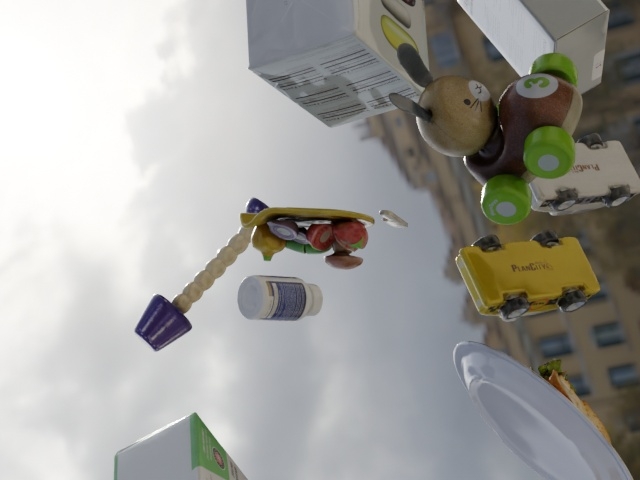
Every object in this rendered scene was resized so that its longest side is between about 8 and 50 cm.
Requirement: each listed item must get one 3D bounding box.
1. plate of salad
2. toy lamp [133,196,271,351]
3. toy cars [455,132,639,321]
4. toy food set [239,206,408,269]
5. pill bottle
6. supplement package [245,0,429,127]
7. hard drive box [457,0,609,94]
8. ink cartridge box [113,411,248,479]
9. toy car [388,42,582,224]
[{"bbox_3d":[0.193,0.151,1.339,0.048,0.200,0.200,-45,-50,-16],"label":"plate of salad"},{"bbox_3d":[-0.172,0.053,2.400,0.274,0.080,0.080,-48,-47,-16],"label":"toy lamp"},{"bbox_3d":[0.279,-0.011,2.003,0.176,0.087,0.393,37,-134,-4],"label":"toy cars"},{"bbox_3d":[0.000,0.000,2.091,0.128,0.218,0.071,45,-133,-79],"label":"toy food set"},{"bbox_3d":[-0.057,0.086,2.342,0.120,0.067,0.067,5,-109,-41],"label":"pill bottle"},{"bbox_3d":[0.022,-0.273,1.933,0.203,0.149,0.194,31,-129,-55],"label":"supplement package"},{"bbox_3d":[0.286,-0.320,2.180,0.232,0.089,0.181,55,169,25],"label":"hard drive box"},{"bbox_3d":[-0.113,0.376,1.832,0.289,0.122,0.211,56,-169,-28],"label":"ink cartridge box"},{"bbox_3d":[0.158,-0.136,1.638,0.188,0.149,0.155,27,-139,-14],"label":"toy car"}]
